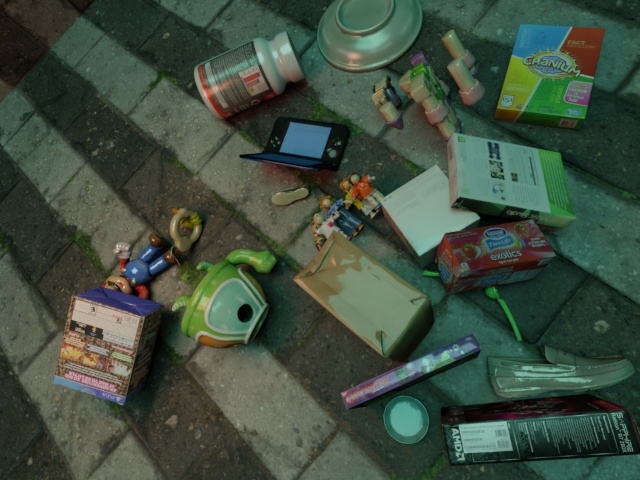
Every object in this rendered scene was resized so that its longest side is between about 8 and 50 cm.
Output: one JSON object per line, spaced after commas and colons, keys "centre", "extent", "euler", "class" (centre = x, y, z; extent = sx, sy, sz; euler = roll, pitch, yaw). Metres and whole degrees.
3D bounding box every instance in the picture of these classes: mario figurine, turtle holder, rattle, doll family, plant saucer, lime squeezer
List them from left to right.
{"centre": [-0.652, 0.129, 1.381], "extent": [0.320, 0.170, 0.198], "euler": [-45, 50, -5], "class": "mario figurine"}
{"centre": [-0.516, -0.017, 1.420], "extent": [0.143, 0.130, 0.199], "euler": [12, 82, 17], "class": "rattle"}
{"centre": [-0.274, 0.186, 1.244], "extent": [0.228, 0.243, 0.320], "euler": [25, 41, 7], "class": "turtle holder"}
{"centre": [0.084, -0.103, 1.279], "extent": [0.163, 0.118, 0.263], "euler": [44, 99, 11], "class": "doll family"}
{"centre": [0.168, -0.818, 1.475], "extent": [0.401, 0.100, 0.399], "euler": [-5, 71, 16], "class": "plant saucer"}
{"centre": [0.233, 0.484, 1.087], "extent": [0.120, 0.021, 0.119], "euler": [-5, 71, 15], "class": "plant saucer"}
{"centre": [0.444, 0.140, 1.113], "extent": [0.310, 0.059, 0.109], "euler": [37, 86, 22], "class": "lime squeezer"}

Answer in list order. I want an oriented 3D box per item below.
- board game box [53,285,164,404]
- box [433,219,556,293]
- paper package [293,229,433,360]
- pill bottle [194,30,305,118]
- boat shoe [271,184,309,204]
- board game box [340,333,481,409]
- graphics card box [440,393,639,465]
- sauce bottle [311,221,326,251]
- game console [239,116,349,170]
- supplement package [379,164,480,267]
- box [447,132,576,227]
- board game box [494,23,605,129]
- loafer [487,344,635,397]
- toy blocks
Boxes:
{"centre": [-0.661, 0.323, 1.265], "extent": [0.232, 0.141, 0.290], "euler": [17, 96, 2], "class": "board game box"}
{"centre": [0.447, 0.043, 1.053], "extent": [0.257, 0.128, 0.122], "euler": [-9, 57, -7], "class": "box"}
{"centre": [0.128, 0.160, 1.058], "extent": [0.310, 0.325, 0.168], "euler": [36, 86, 24], "class": "paper package"}
{"centre": [-0.255, -0.610, 1.476], "extent": [0.363, 0.210, 0.210], "euler": [-19, 69, 10], "class": "pill bottle"}
{"centre": [-0.102, -0.158, 1.380], "extent": [0.137, 0.049, 0.043], "euler": [-15, 27, 14], "class": "boat shoe"}
{"centre": [0.238, 0.343, 1.030], "extent": [0.347, 0.208, 0.056], "euler": [-27, 68, 7], "class": "board game box"}
{"centre": [0.470, 0.428, 0.919], "extent": [0.372, 0.233, 0.094], "euler": [-13, 74, 14], "class": "graphics card box"}
{"centre": [0.000, 0.000, 1.298], "extent": [0.042, 0.042, 0.128], "euler": [-18, 67, 11], "class": "sauce bottle"}
{"centre": [-0.083, -0.334, 1.357], "extent": [0.294, 0.173, 0.249], "euler": [14, 78, 20], "class": "game console"}
{"centre": [0.314, -0.066, 1.165], "extent": [0.194, 0.149, 0.203], "euler": [-33, 67, 5], "class": "supplement package"}
{"centre": [0.514, -0.168, 1.100], "extent": [0.323, 0.058, 0.232], "euler": [10, 60, -2], "class": "box"}
{"centre": [0.702, -0.509, 1.235], "extent": [0.243, 0.064, 0.316], "euler": [15, 78, 20], "class": "board game box"}
{"centre": [0.581, 0.312, 0.988], "extent": [0.320, 0.112, 0.111], "euler": [-13, 78, 13], "class": "loafer"}
{"centre": [0.357, -0.421, 1.252], "extent": [0.309, 0.260, 0.288], "euler": [-27, 35, 33], "class": "toy blocks"}
